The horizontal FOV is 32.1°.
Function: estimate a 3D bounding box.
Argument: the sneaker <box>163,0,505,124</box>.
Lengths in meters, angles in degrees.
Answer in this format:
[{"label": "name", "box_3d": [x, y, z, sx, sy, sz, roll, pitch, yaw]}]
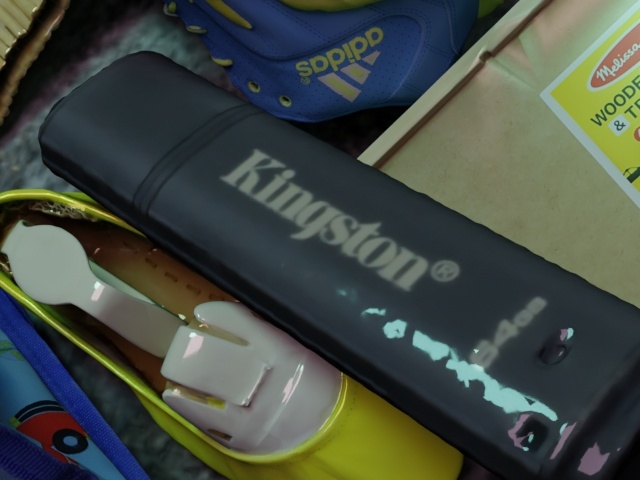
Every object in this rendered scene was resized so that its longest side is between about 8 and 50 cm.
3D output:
[{"label": "sneaker", "box_3d": [-0.041, -0.107, 0.451, 0.240, 0.126, 0.091, 11, 32, -3]}]

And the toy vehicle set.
[{"label": "toy vehicle set", "box_3d": [0.137, -0.040, 0.385, 0.267, 0.035, 0.166, -43, 59, 17]}]

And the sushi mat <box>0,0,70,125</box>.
[{"label": "sushi mat", "box_3d": [-0.238, -0.185, 0.618, 0.316, 0.019, 0.151, 43, 104, 30]}]

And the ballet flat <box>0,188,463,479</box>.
[{"label": "ballet flat", "box_3d": [-0.054, 0.039, 0.437, 0.231, 0.077, 0.077, 28, 85, 27]}]

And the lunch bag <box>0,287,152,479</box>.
[{"label": "lunch bag", "box_3d": [-0.216, 0.095, 0.433, 0.221, 0.138, 0.293, -46, 40, -5]}]

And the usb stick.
[{"label": "usb stick", "box_3d": [0.000, 0.000, 0.403, 0.077, 0.045, 0.278, -36, 50, -29]}]
